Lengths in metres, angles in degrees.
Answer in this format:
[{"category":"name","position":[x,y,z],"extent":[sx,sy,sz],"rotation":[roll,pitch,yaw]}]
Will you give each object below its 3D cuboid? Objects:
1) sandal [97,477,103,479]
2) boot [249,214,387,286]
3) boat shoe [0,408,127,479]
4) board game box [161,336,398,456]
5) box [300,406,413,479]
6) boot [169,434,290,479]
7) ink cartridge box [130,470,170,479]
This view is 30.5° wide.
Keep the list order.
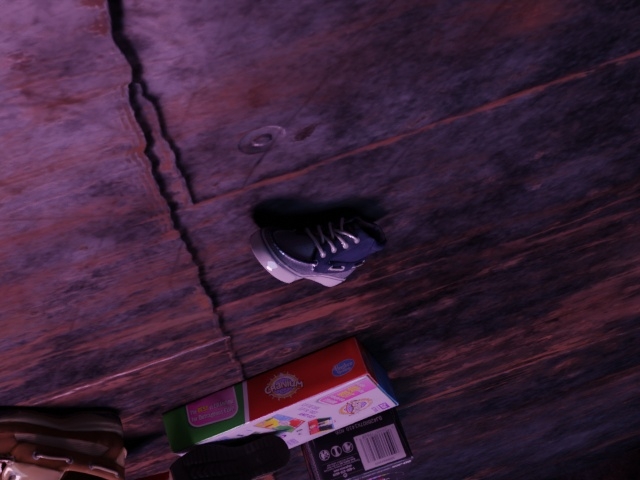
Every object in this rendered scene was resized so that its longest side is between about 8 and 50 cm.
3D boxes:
[{"category":"sandal","position":[-0.331,0.362,1.697],"extent":[0.072,0.180,0.049],"rotation":[-5,131,30]},{"category":"boot","position":[0.000,0.000,1.295],"extent":[0.086,0.069,0.190],"rotation":[-37,161,19]},{"category":"boat shoe","position":[-0.387,0.297,1.557],"extent":[0.324,0.120,0.122],"rotation":[3,147,-44]},{"category":"board game box","position":[-0.055,0.263,1.826],"extent":[0.316,0.064,0.242],"rotation":[-23,157,6]},{"category":"box","position":[0.058,0.373,2.062],"extent":[0.165,0.143,0.270],"rotation":[-17,158,-6]},{"category":"boot","position":[-0.159,0.360,1.786],"extent":[0.198,0.077,0.137],"rotation":[-1,156,-35]},{"category":"ink cartridge box","position":[-0.395,0.445,1.779],"extent":[0.296,0.261,0.066],"rotation":[-20,116,32]}]
